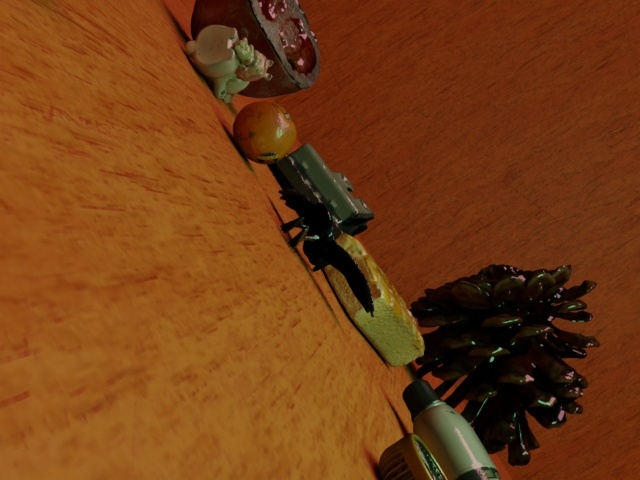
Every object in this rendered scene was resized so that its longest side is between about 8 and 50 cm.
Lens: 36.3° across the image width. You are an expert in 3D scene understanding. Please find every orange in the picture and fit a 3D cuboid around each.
[{"bbox_3d":[-0.071,-0.138,1.237,0.083,0.083,0.083,57,4,-7],"label":"orange"}]

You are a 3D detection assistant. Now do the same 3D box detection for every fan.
[{"bbox_3d":[0.074,0.198,0.739,0.082,0.039,0.155,58,6,2],"label":"fan"}]

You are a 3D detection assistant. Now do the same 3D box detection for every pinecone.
[{"bbox_3d":[0.340,0.220,1.769,0.384,0.384,0.384,57,4,-7],"label":"pinecone"}]

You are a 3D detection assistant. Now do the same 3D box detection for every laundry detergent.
[{"bbox_3d":[0.155,0.253,1.083,0.099,0.070,0.225,37,18,-54],"label":"laundry detergent"}]

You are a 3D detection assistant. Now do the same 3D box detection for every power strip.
[{"bbox_3d":[0.004,-0.078,1.597,0.257,0.092,0.251,55,7,10],"label":"power strip"}]

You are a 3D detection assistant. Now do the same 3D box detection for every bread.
[{"bbox_3d":[0.075,0.087,1.358,0.188,0.068,0.125,53,7,-50],"label":"bread"}]

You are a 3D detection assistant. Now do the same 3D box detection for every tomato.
[{"bbox_3d":[-0.115,-0.314,1.487,0.214,0.155,0.180,64,23,-25],"label":"tomato"}]

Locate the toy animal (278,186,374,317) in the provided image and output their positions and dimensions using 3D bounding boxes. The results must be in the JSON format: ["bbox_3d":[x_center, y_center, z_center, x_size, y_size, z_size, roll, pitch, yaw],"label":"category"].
[{"bbox_3d":[0.000,0.000,1.164,0.220,0.062,0.108,53,1,35],"label":"toy animal"}]

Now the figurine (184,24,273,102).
[{"bbox_3d":[-0.119,-0.233,1.365,0.098,0.081,0.146,20,-13,23],"label":"figurine"}]
